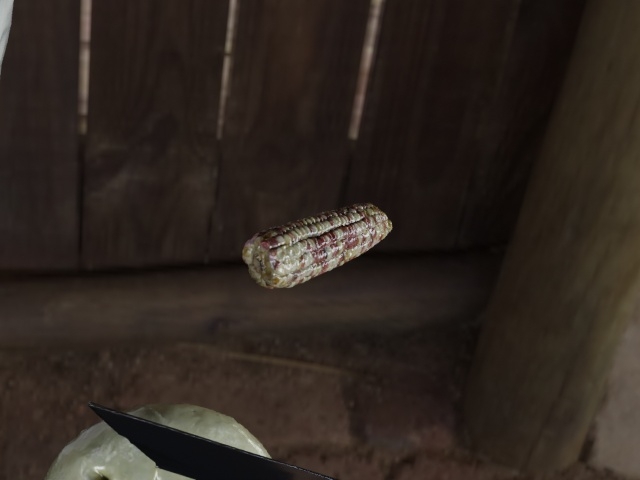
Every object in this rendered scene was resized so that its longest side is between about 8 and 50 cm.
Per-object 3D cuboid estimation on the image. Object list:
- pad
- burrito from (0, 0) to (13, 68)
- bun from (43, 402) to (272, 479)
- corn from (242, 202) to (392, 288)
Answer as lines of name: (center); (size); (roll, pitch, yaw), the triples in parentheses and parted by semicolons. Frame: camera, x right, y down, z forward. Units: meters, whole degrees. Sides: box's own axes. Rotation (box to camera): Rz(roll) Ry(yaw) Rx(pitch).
pad: (0.001, 0.217, 1.313); (0.367, 0.247, 0.007); (15, 72, 12)
burrito: (-0.140, -0.052, 0.537); (0.064, 0.203, 0.064); (16, 39, -13)
bun: (-0.152, 0.284, 1.586); (0.259, 0.259, 0.160); (1, 36, -10)
corn: (0.000, 0.000, 1.915); (0.079, 0.079, 0.237); (35, 36, 27)
